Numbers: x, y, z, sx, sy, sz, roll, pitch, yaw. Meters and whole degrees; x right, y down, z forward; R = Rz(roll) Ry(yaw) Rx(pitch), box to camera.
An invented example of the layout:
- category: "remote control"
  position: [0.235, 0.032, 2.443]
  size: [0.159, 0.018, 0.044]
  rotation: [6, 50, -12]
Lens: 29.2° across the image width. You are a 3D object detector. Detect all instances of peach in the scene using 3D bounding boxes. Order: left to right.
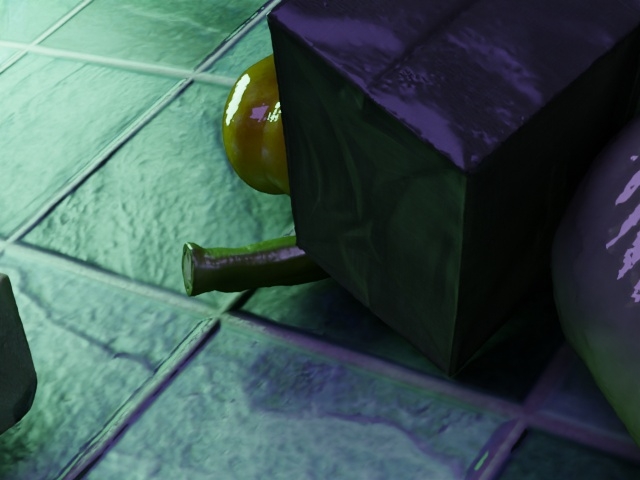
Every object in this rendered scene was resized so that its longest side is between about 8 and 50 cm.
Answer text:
- category: "peach"
  position: [0.010, -0.095, 0.928]
  size: [0.179, 0.103, 0.179]
  rotation: [-15, 27, 8]

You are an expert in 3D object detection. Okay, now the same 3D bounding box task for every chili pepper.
- category: "chili pepper"
  position: [0.000, 0.000, 0.863]
  size: [0.201, 0.052, 0.050]
  rotation: [-18, 68, -4]

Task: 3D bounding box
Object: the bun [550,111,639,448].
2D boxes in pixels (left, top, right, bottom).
- category: "bun"
  position: [0.258, 0.027, 0.622]
  size: [0.272, 0.168, 0.273]
  rotation: [-12, 51, 14]

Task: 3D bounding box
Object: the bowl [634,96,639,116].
- category: "bowl"
  position: [0.237, -0.097, 0.809]
  size: [0.211, 0.112, 0.211]
  rotation: [-9, 32, 6]

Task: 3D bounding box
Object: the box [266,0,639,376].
- category: "box"
  position: [0.080, -0.057, 0.719]
  size: [0.149, 0.231, 0.155]
  rotation: [-40, 66, -19]

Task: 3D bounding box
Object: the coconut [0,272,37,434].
- category: "coconut"
  position: [-0.262, 0.082, 0.802]
  size: [0.152, 0.147, 0.147]
  rotation: [14, 41, -4]
